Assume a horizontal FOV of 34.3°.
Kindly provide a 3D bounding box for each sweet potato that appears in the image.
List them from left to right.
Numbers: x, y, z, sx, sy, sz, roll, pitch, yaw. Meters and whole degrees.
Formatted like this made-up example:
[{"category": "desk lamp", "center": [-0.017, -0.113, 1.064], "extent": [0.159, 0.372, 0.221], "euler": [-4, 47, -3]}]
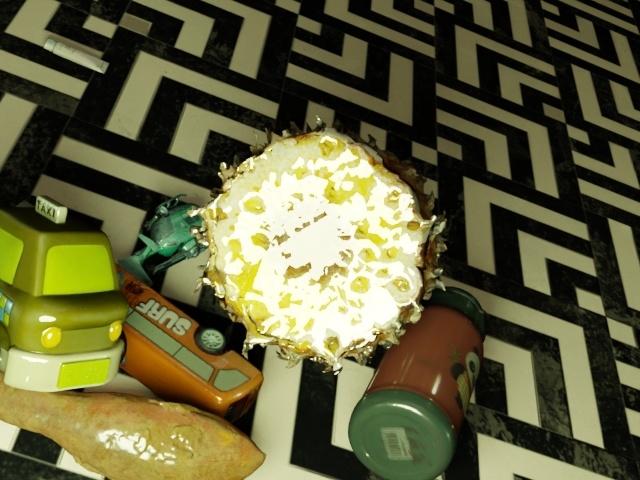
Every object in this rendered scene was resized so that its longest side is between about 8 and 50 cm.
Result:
[{"category": "sweet potato", "center": [-0.252, 0.219, 1.208], "extent": [0.385, 0.109, 0.109], "euler": [16, 38, -7]}]

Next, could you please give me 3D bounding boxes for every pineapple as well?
[{"category": "pineapple", "center": [0.000, 0.003, 1.413], "extent": [0.352, 0.352, 0.300], "euler": [28, 1, 0]}]

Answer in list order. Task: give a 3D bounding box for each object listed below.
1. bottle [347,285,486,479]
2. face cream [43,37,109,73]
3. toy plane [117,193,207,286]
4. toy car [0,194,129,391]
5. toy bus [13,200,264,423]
[{"category": "bottle", "center": [0.152, 0.183, 1.468], "extent": [0.144, 0.144, 0.336], "euler": [29, 36, 2]}, {"category": "face cream", "center": [-0.426, -0.322, 1.812], "extent": [0.115, 0.020, 0.038], "euler": [23, 36, -11]}, {"category": "toy plane", "center": [-0.225, -0.001, 1.527], "extent": [0.096, 0.060, 0.235], "euler": [48, 35, 4]}, {"category": "toy car", "center": [-0.328, 0.046, 1.190], "extent": [0.248, 0.198, 0.204], "euler": [23, 16, 40]}, {"category": "toy bus", "center": [-0.259, 0.097, 1.354], "extent": [0.409, 0.093, 0.092], "euler": [34, 45, 10]}]
